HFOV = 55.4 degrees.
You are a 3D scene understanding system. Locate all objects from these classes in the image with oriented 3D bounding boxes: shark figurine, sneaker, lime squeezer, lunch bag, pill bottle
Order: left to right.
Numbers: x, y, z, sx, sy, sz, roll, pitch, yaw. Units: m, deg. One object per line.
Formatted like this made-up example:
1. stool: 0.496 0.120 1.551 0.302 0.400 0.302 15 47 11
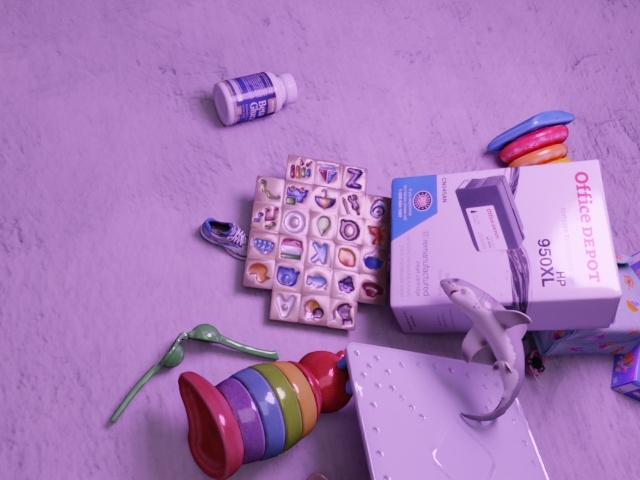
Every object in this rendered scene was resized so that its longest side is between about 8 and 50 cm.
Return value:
1. lime squeezer: -0.236 0.215 1.095 0.310 0.059 0.109 -18 102 -24
2. sneaker: -0.173 -0.005 1.202 0.135 0.058 0.052 22 62 -6
3. pill bottle: -0.141 -0.317 1.336 0.169 0.094 0.094 -20 72 -22
4. sneaker: 0.083 0.000 1.270 0.076 0.065 0.166 -23 72 -20
5. shark figurine: 0.316 0.187 1.034 0.116 0.166 0.278 -21 100 -43
6. lunch bag: 0.551 0.100 1.298 0.224 0.160 0.262 3 55 -16

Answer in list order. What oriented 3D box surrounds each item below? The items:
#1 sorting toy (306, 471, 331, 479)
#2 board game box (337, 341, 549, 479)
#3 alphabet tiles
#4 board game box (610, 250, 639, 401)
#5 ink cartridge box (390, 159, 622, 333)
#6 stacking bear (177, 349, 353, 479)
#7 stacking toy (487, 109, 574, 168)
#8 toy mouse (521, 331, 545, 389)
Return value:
1. sorting toy: -0.032 0.513 1.013 0.307 0.041 0.229 38 66 4
2. board game box: 0.227 0.376 1.025 0.390 0.050 0.390 15 44 -29
3. alphabet tiles: 0.000 0.000 1.219 0.285 0.011 0.342 8 74 -10
4. board game box: 0.794 0.211 1.358 0.233 0.078 0.347 26 61 -3
5. ink cartridge box: 0.343 0.018 1.180 0.395 0.166 0.285 -4 63 16
6. stacking bear: -0.069 0.275 1.045 0.289 0.164 0.175 -16 107 -34
7. stacking toy: 0.533 -0.134 1.422 0.175 0.166 0.301 -15 82 -35
8. toy mouse: 0.420 0.228 1.270 0.161 0.031 0.143 49 51 4
